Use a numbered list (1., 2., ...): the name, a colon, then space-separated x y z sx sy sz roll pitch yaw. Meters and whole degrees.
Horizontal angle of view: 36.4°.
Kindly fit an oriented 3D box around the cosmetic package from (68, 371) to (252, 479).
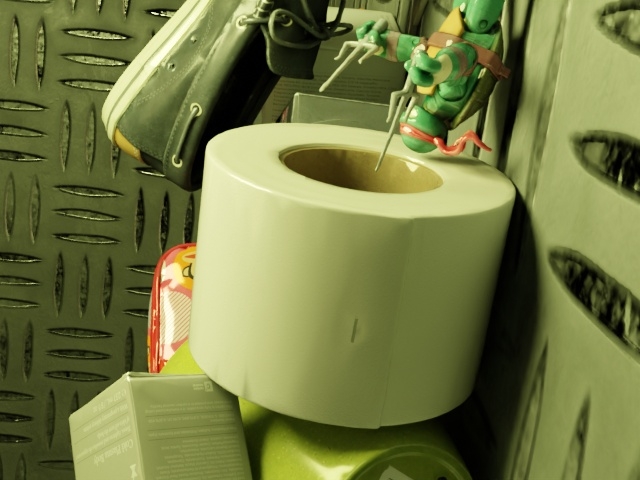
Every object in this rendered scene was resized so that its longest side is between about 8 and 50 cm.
1. cosmetic package: -0.114 0.232 0.747 0.127 0.107 0.237 -36 57 45

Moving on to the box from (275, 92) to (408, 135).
1. box: 0.029 -0.074 1.118 0.270 0.165 0.143 -174 90 -84

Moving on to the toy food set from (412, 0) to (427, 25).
1. toy food set: 0.099 -0.387 1.175 0.128 0.071 0.217 118 157 -72

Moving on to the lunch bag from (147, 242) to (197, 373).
1. lunch bag: -0.057 0.135 1.149 0.120 0.293 0.258 105 164 -62

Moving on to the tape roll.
1. tape roll: 0.021 0.017 0.788 0.246 0.246 0.169 -102 19 -68

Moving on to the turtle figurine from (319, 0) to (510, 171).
1. turtle figurine: 0.097 -0.159 0.789 0.234 0.118 0.175 -64 27 3

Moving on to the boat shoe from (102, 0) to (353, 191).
1. boat shoe: -0.050 -0.257 1.107 0.500 0.156 0.187 -47 -14 18

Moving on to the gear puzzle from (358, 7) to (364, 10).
1. gear puzzle: 0.037 -0.245 1.691 0.175 0.044 0.339 -91 10 -45

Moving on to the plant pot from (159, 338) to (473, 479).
1. plant pot: 0.005 0.209 0.854 0.293 0.275 0.274 -169 84 -68

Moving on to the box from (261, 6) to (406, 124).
1. box: 0.013 -0.233 1.313 0.181 0.182 0.119 -96 11 -60
